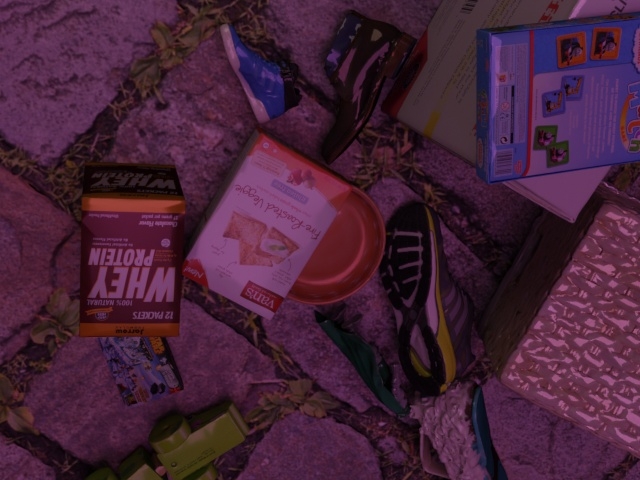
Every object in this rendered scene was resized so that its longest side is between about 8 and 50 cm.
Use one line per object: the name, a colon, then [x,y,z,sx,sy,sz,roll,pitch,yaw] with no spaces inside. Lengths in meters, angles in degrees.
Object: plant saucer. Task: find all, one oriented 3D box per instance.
plant saucer: [0.000,0.000,1.344,0.200,0.037,0.200,-4,108,-12]

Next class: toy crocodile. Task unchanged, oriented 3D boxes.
toy crocodile: [-0.268,0.363,1.377,0.340,0.105,0.115,-35,112,-5]

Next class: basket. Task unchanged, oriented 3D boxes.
basket: [0.454,0.112,1.323,0.331,0.266,0.328,28,102,1]

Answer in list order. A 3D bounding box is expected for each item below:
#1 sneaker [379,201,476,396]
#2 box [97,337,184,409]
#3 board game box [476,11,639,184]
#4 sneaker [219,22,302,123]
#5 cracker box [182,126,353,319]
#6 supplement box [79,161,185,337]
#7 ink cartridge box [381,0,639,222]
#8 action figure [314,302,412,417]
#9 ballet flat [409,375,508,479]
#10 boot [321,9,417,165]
sneaker: [0.176,0.085,1.387,0.121,0.111,0.300,-18,105,-44]
box: [-0.274,0.182,1.345,0.094,0.027,0.137,-18,112,-5]
board game box: [0.270,-0.154,0.938,0.211,0.039,0.160,-8,112,-12]
sneaker: [-0.078,-0.244,1.229,0.084,0.058,0.152,-24,116,2]
cracker box: [-0.081,-0.023,1.261,0.155,0.067,0.232,29,100,-17]
supplement box: [-0.259,0.008,1.200,0.129,0.194,0.191,1,108,-14]
ink cartridge box: [0.260,-0.220,1.142,0.160,0.385,0.279,28,100,-20]
action figure: [0.087,0.203,1.402,0.063,0.137,0.232,-39,121,-12]
ballet flat: [0.248,0.396,1.498,0.147,0.147,0.409,-22,116,-5]
boot: [0.038,-0.222,1.272,0.106,0.082,0.219,33,103,1]
